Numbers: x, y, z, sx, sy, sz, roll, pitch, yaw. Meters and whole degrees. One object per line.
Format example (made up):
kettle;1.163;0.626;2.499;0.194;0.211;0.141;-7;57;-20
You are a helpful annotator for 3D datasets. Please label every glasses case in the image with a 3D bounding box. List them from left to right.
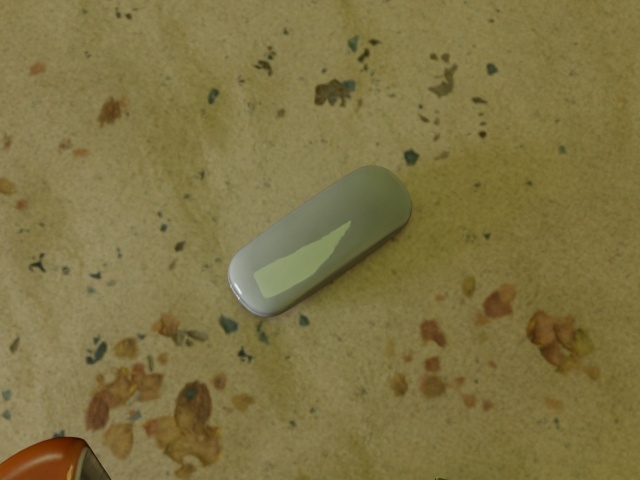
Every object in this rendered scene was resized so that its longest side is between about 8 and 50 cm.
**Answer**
glasses case;0.000;0.000;1.892;0.197;0.049;0.076;-35;76;-12

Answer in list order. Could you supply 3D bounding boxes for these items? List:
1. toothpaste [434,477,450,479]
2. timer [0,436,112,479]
toothpaste;0.118;0.383;1.755;0.110;0.077;0.327;14;72;4
timer;-0.245;0.300;1.640;0.161;0.257;0.250;22;73;11
